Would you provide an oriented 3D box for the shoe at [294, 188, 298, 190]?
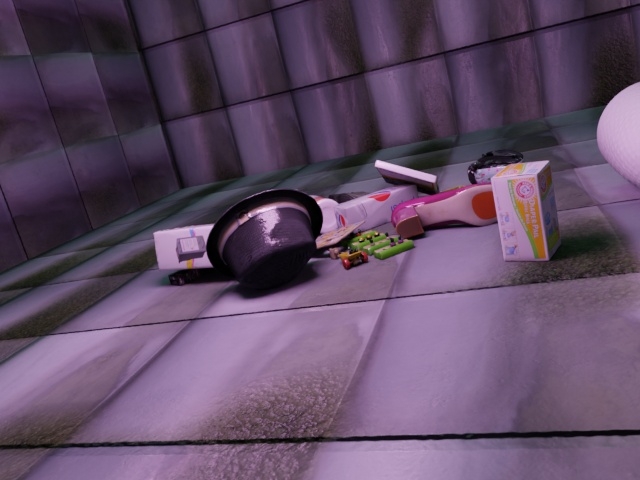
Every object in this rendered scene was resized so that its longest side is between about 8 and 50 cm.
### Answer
[{"bbox_3d":[-0.094,-0.175,2.465,0.063,0.081,0.178,-25,18,-37],"label":"shoe"}]

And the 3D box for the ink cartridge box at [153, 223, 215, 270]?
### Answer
[{"bbox_3d":[-0.322,0.012,1.793,0.306,0.131,0.226,-6,4,27],"label":"ink cartridge box"}]

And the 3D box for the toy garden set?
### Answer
[{"bbox_3d":[0.115,0.011,1.651,0.203,0.049,0.244,-19,16,-21],"label":"toy garden set"}]

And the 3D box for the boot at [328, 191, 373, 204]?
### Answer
[{"bbox_3d":[0.144,-0.155,2.194,0.161,0.084,0.246,-13,15,-19],"label":"boot"}]

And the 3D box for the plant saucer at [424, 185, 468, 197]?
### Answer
[{"bbox_3d":[0.440,-0.128,1.877,0.188,0.045,0.188,-20,16,-19],"label":"plant saucer"}]

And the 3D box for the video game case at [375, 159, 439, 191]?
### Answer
[{"bbox_3d":[0.304,-0.209,1.977,0.204,0.025,0.285,18,-1,15],"label":"video game case"}]

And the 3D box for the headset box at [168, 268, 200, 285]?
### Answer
[{"bbox_3d":[-0.424,0.110,1.807,0.062,0.032,0.083,2,20,45],"label":"headset box"}]

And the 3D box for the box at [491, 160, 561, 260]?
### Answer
[{"bbox_3d":[0.469,-0.066,1.310,0.103,0.203,0.114,-2,19,37],"label":"box"}]

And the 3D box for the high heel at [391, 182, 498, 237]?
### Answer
[{"bbox_3d":[0.390,-0.110,1.693,0.377,0.127,0.181,-12,19,9],"label":"high heel"}]

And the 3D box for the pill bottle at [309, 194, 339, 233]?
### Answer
[{"bbox_3d":[-0.015,-0.096,2.023,0.121,0.121,0.216,-18,15,-17],"label":"pill bottle"}]

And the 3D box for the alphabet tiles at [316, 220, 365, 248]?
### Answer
[{"bbox_3d":[0.000,0.000,1.790,0.237,0.009,0.198,-16,11,35],"label":"alphabet tiles"}]

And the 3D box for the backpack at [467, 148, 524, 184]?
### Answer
[{"bbox_3d":[0.624,-0.243,2.005,0.182,0.115,0.152,1,32,42],"label":"backpack"}]

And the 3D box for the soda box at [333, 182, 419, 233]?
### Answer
[{"bbox_3d":[0.192,-0.108,1.931,0.286,0.098,0.091,-19,16,-22],"label":"soda box"}]

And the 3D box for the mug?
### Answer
[{"bbox_3d":[0.944,-0.239,1.480,0.373,0.276,0.328,19,25,3],"label":"mug"}]

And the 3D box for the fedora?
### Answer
[{"bbox_3d":[-0.128,0.024,1.530,0.333,0.334,0.153,-17,48,-12],"label":"fedora"}]
